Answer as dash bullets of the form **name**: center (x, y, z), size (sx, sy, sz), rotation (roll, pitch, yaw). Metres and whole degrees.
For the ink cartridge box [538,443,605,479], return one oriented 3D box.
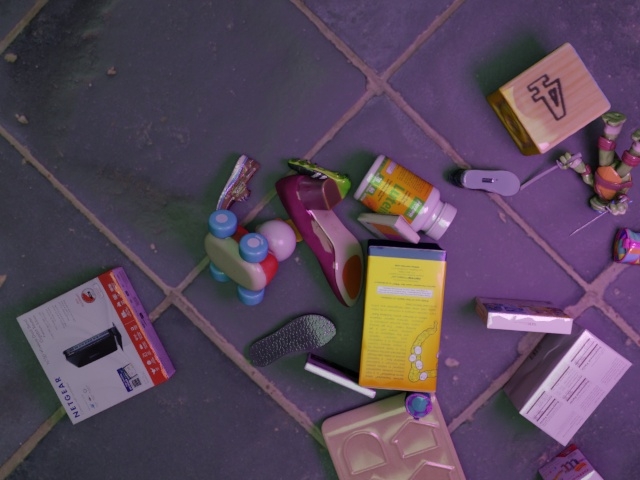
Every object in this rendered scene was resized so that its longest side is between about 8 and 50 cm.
- **ink cartridge box**: center (0.675, 0.645, 1.783), size (0.128, 0.176, 0.127), rotation (-40, 92, 6)

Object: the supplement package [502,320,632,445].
- **supplement package**: center (0.620, 0.349, 1.745), size (0.145, 0.204, 0.261), rotation (37, 96, 0)

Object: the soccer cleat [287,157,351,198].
- **soccer cleat**: center (-0.008, -0.163, 1.808), size (0.179, 0.060, 0.072), rotation (21, 109, 1)

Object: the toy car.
- **toy car**: center (-0.158, 0.004, 1.793), size (0.210, 0.219, 0.238), rotation (36, 54, 22)

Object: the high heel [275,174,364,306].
- **high heel**: center (0.000, 0.000, 1.813), size (0.181, 0.127, 0.377), rotation (6, 116, 42)

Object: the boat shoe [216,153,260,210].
- **boat shoe**: center (-0.219, -0.134, 1.816), size (0.066, 0.066, 0.183), rotation (25, 96, -1)

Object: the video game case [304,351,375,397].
- **video game case**: center (0.050, 0.351, 1.792), size (0.191, 0.173, 0.022), rotation (23, 90, 1)

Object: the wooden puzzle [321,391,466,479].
- **wooden puzzle**: center (0.206, 0.601, 1.861), size (0.322, 0.080, 0.347), rotation (-20, 89, 4)

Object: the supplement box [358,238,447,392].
- **supplement box**: center (0.206, 0.185, 1.758), size (0.196, 0.194, 0.356), rotation (4, 96, 3)

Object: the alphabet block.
- **alphabet block**: center (0.556, -0.342, 1.693), size (0.197, 0.192, 0.193), rotation (-34, 91, 6)

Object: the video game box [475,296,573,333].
- **video game box**: center (0.512, 0.189, 1.745), size (0.205, 0.187, 0.048), rotation (4, 95, 3)

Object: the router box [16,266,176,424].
- **router box**: center (-0.608, 0.286, 1.869), size (0.301, 0.082, 0.335), rotation (-27, 93, 5)

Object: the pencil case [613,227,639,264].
- **pencil case**: center (0.881, 0.029, 1.755), size (0.237, 0.104, 0.104), rotation (7, 96, 3)

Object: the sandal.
- **sandal**: center (-0.076, 0.264, 1.859), size (0.255, 0.054, 0.097), rotation (-21, 87, 14)

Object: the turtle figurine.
- **turtle figurine**: center (0.676, -0.160, 1.669), size (0.275, 0.197, 0.266), rotation (4, 130, -5)

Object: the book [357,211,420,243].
- **book**: center (0.174, -0.030, 1.753), size (0.096, 0.144, 0.035), rotation (41, 70, -34)

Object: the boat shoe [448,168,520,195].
- **boat shoe**: center (0.427, -0.158, 1.784), size (0.184, 0.083, 0.065), rotation (7, 97, -24)

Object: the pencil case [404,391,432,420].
- **pencil case**: center (0.250, 0.407, 1.739), size (0.070, 0.152, 0.064), rotation (25, 92, 8)

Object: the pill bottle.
- **pill bottle**: center (0.220, -0.104, 1.759), size (0.246, 0.136, 0.136), rotation (32, 96, 0)
